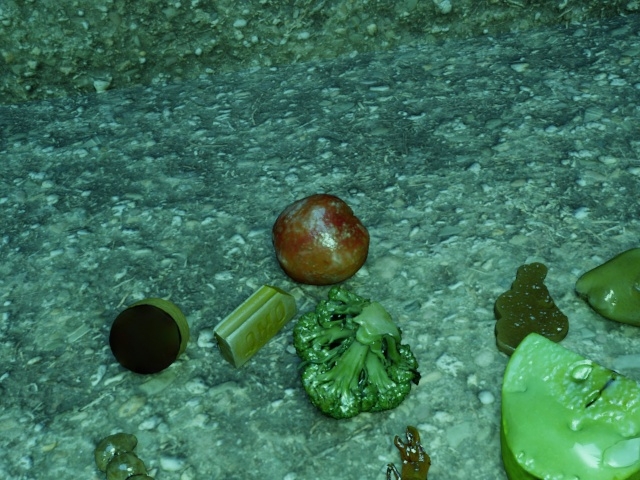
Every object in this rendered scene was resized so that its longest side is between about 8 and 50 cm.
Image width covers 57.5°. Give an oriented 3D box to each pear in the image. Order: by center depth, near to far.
[{"bbox_3d":[0.512,0.403,1.189,0.318,0.238,0.343,-47,43,-15],"label":"pear"}]

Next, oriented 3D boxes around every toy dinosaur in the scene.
[{"bbox_3d":[0.172,0.581,1.156,0.208,0.097,0.432,-3,48,-9],"label":"toy dinosaur"}]

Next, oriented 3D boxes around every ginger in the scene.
[{"bbox_3d":[-0.435,0.517,1.311,0.104,0.080,0.204,-28,46,-27],"label":"ginger"}]

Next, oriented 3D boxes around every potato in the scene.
[{"bbox_3d":[0.827,0.119,1.457,0.351,0.202,0.218,-7,55,20],"label":"potato"}]

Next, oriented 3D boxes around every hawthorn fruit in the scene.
[{"bbox_3d":[0.000,0.000,1.656,0.285,0.284,0.284,-4,45,4],"label":"hawthorn fruit"}]

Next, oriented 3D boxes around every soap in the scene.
[{"bbox_3d":[-0.168,0.212,1.536,0.073,0.140,0.232,31,56,28],"label":"soap"}]

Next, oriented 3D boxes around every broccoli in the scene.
[{"bbox_3d":[0.079,0.253,1.365,0.304,0.283,0.321,-27,65,-32],"label":"broccoli"}]

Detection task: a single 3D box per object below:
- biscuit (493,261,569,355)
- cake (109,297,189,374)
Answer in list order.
[{"bbox_3d":[0.552,0.179,1.534,0.184,0.047,0.319,6,46,11],"label":"biscuit"},{"bbox_3d":[-0.434,0.240,1.536,0.208,0.185,0.178,-23,6,11],"label":"cake"}]
